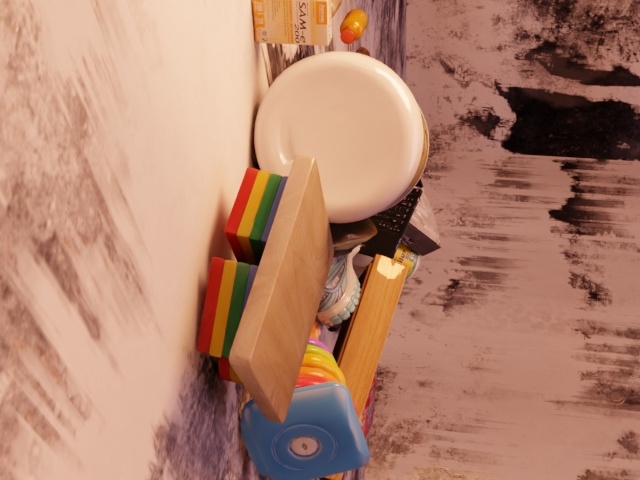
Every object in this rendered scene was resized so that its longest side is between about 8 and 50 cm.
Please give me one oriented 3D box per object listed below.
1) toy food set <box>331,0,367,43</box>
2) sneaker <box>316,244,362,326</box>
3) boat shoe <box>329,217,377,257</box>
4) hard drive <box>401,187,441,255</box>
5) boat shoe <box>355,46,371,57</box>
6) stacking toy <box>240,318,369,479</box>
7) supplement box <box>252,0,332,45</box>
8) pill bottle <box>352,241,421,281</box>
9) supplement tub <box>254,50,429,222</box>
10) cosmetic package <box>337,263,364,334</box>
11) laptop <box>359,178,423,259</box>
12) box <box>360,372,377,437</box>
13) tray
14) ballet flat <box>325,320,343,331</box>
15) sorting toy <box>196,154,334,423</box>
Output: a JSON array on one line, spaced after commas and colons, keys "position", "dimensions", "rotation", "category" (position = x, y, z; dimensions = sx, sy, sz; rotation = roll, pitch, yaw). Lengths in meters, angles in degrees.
[{"position": [0.025, -0.440, 1.307], "dimensions": [0.104, 0.111, 0.232], "rotation": [-71, 166, -58], "category": "toy food set"}, {"position": [0.004, 0.005, 1.409], "dimensions": [0.122, 0.110, 0.283], "rotation": [45, 26, -37], "category": "sneaker"}, {"position": [0.000, -0.001, 1.287], "dimensions": [0.223, 0.080, 0.073], "rotation": [-8, 140, -48], "category": "boat shoe"}, {"position": [0.180, -0.151, 1.954], "dimensions": [0.237, 0.064, 0.339], "rotation": [32, 39, -52], "category": "hard drive"}, {"position": [0.110, -0.376, 1.987], "dimensions": [0.207, 0.073, 0.073], "rotation": [83, 16, -51], "category": "boat shoe"}, {"position": [-0.027, 0.210, 1.263], "dimensions": [0.302, 0.166, 0.175], "rotation": [-93, 168, -57], "category": "stacking toy"}, {"position": [-0.035, -0.288, 1.048], "dimensions": [0.036, 0.098, 0.062], "rotation": [-73, 164, -54], "category": "supplement box"}, {"position": [0.136, 0.020, 1.953], "dimensions": [0.208, 0.117, 0.117], "rotation": [27, 61, -38], "category": "pill bottle"}, {"position": [0.044, -0.146, 1.201], "dimensions": [0.316, 0.228, 0.228], "rotation": [-27, 121, -79], "category": "supplement tub"}, {"position": [0.088, 0.122, 2.062], "dimensions": [0.117, 0.085, 0.231], "rotation": [62, 32, -72], "category": "cosmetic package"}, {"position": [0.092, -0.115, 1.732], "dimensions": [0.234, 0.136, 0.264], "rotation": [18, -98, 57], "category": "laptop"}, {"position": [0.055, 0.375, 1.850], "dimensions": [0.257, 0.123, 0.128], "rotation": [6, 90, -81], "category": "box"}, {"position": [0.055, 0.246, 1.545], "dimensions": [0.203, 0.076, 0.411], "rotation": [115, -5, -73], "category": "tray"}, {"position": [0.031, 0.148, 1.756], "dimensions": [0.077, 0.079, 0.221], "rotation": [51, -13, 25], "category": "ballet flat"}, {"position": [-0.068, 0.062, 0.991], "dimensions": [0.257, 0.089, 0.255], "rotation": [78, 26, -63], "category": "sorting toy"}]
